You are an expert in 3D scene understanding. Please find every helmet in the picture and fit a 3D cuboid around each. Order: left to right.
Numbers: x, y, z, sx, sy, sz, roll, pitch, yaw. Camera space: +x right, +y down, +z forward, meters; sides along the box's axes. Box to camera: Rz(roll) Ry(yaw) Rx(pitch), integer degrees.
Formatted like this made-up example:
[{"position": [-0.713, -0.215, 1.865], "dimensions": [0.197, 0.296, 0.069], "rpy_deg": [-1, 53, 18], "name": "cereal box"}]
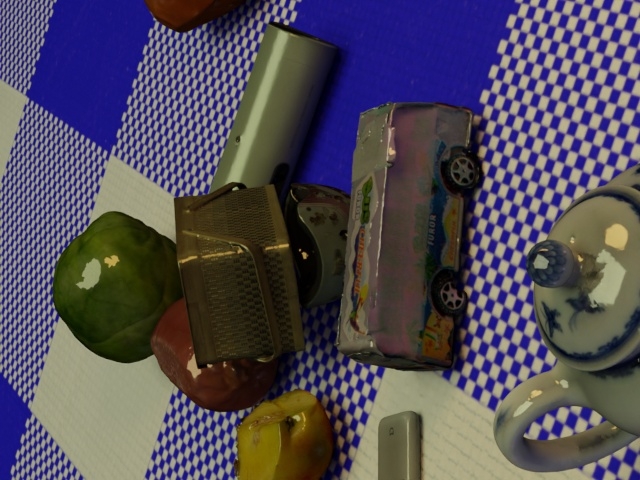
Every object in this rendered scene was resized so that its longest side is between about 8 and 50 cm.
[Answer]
[{"position": [0.016, 0.000, 1.871], "dimensions": [0.177, 0.107, 0.153], "rpy_deg": [-113, 16, -69], "name": "helmet"}]

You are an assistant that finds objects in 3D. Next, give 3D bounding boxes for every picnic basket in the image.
[{"position": [-0.108, 0.039, 1.914], "dimensions": [0.266, 0.139, 0.165], "rpy_deg": [-107, 9, -67], "name": "picnic basket"}]

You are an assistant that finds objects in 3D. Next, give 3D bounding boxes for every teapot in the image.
[{"position": [0.288, 0.045, 1.266], "dimensions": [0.424, 0.280, 0.252], "rpy_deg": [-59, 35, 28], "name": "teapot"}]

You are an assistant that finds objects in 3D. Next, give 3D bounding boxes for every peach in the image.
[{"position": [-0.043, 0.267, 1.858], "dimensions": [0.151, 0.118, 0.151], "rpy_deg": [-33, 18, 12], "name": "peach"}]

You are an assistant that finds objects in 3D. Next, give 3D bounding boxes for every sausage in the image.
[{"position": [-0.185, -0.419, 2.302], "dimensions": [0.268, 0.153, 0.141], "rpy_deg": [-22, 90, 52], "name": "sausage"}, {"position": [-0.151, 0.156, 2.048], "dimensions": [0.254, 0.148, 0.148], "rpy_deg": [20, 95, 60], "name": "sausage"}]

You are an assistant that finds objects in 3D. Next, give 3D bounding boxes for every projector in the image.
[{"position": [-0.080, -0.134, 2.075], "dimensions": [0.108, 0.108, 0.337], "rpy_deg": [35, 108, 56], "name": "projector"}]

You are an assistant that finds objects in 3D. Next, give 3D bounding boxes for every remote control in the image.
[{"position": [0.088, 0.328, 1.709], "dimensions": [0.067, 0.029, 0.261], "rpy_deg": [-25, 58, 51], "name": "remote control"}]

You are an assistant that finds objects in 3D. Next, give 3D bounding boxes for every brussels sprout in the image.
[{"position": [-0.296, 0.066, 2.247], "dimensions": [0.210, 0.219, 0.271], "rpy_deg": [-48, 19, 12], "name": "brussels sprout"}]

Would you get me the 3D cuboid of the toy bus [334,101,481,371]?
[{"position": [0.098, -0.010, 1.720], "dimensions": [0.112, 0.138, 0.317], "rpy_deg": [-12, 70, 54], "name": "toy bus"}]
